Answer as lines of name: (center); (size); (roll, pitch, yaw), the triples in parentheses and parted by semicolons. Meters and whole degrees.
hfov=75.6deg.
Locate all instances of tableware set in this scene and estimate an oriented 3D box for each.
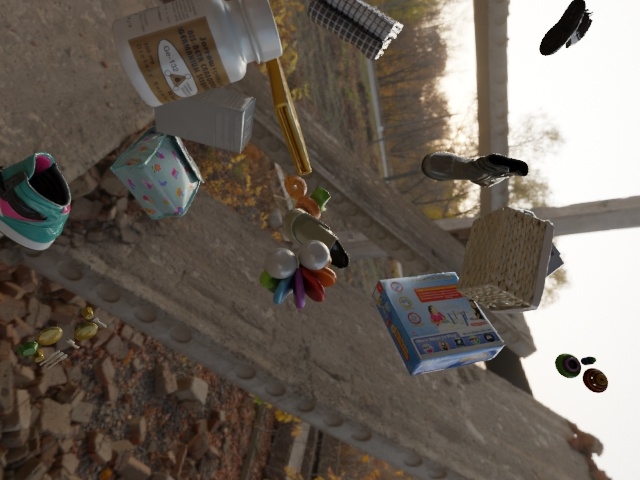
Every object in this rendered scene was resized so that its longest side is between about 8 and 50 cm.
tableware set: (-0.557, 0.205, 0.891); (0.024, 0.154, 0.104); (40, -20, 33)

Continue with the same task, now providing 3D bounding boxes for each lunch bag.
lunch bag: (-0.494, -0.234, 1.326); (0.224, 0.160, 0.262); (66, 30, -41)

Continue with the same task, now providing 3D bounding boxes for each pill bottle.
pill bottle: (-0.183, -0.305, 0.641); (0.131, 0.229, 0.131); (161, -90, -88)

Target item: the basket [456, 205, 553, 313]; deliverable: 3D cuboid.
basket: (0.328, 0.035, 0.743); (0.113, 0.103, 0.167); (138, -25, -70)

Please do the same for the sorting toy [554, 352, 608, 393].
sorting toy: (0.532, 0.259, 0.827); (0.061, 0.101, 0.042); (-55, 163, -16)

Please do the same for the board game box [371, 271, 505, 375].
board game box: (0.363, 0.250, 1.313); (0.302, 0.307, 0.086); (-113, -152, -43)

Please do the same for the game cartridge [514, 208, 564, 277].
game cartridge: (0.524, 0.014, 1.074); (0.297, 0.062, 0.198); (-13, 66, -45)

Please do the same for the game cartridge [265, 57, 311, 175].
game cartridge: (-0.109, -0.415, 1.318); (0.285, 0.052, 0.324); (70, 4, -54)

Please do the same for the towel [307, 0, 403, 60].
towel: (0.103, -0.634, 1.204); (0.121, 0.234, 0.284); (-58, -179, 29)

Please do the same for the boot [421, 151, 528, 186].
boot: (0.413, -0.207, 1.110); (0.161, 0.246, 0.084); (162, -65, -79)

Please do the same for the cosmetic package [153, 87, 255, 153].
cosmetic package: (-0.303, -0.329, 1.076); (0.107, 0.237, 0.127); (-72, 179, -47)

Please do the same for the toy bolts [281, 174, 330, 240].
toy bolts: (-0.098, -0.109, 1.570); (0.158, 0.218, 0.229); (-41, 159, -35)

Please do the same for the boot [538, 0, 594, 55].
boot: (0.509, -0.426, 0.853); (0.099, 0.045, 0.121); (0, 127, -53)

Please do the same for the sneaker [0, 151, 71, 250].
sneaker: (-0.625, -0.125, 0.810); (0.295, 0.178, 0.124); (43, 16, -29)

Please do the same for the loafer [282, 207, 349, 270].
loafer: (0.000, 0.000, 1.202); (0.268, 0.092, 0.102); (40, 72, -36)

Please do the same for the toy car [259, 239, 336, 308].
toy car: (-0.049, 0.095, 0.978); (0.159, 0.181, 0.136); (102, -29, -58)
